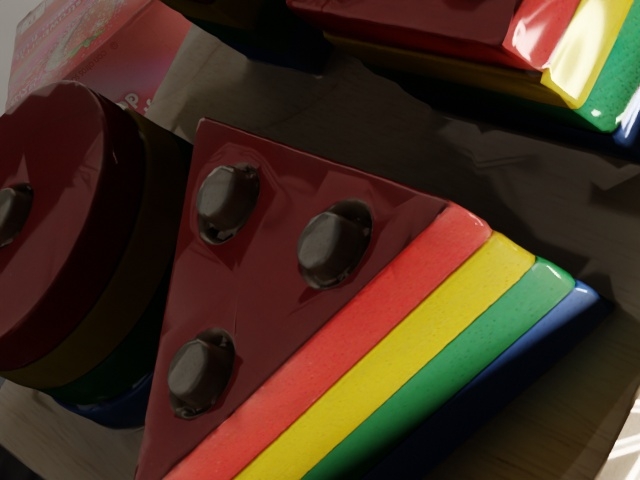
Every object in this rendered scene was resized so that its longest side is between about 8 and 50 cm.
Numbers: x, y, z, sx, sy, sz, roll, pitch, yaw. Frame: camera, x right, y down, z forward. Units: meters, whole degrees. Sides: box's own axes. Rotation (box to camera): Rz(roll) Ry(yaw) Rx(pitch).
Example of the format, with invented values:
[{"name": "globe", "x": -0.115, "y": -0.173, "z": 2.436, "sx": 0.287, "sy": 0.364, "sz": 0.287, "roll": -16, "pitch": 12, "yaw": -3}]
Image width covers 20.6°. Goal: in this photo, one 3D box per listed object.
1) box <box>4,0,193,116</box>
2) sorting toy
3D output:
[{"name": "box", "x": 0.000, "y": -0.127, "z": 0.863, "sx": 0.300, "sy": 0.154, "sz": 0.142, "roll": -39, "pitch": 114, "yaw": 13}, {"name": "sorting toy", "x": -0.001, "y": -0.029, "z": 0.487, "sx": 0.089, "sy": 0.257, "sz": 0.255, "roll": 30, "pitch": 85, "yaw": -37}]
